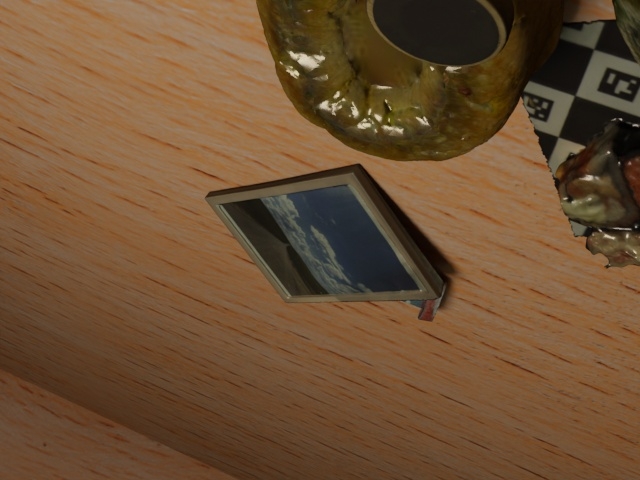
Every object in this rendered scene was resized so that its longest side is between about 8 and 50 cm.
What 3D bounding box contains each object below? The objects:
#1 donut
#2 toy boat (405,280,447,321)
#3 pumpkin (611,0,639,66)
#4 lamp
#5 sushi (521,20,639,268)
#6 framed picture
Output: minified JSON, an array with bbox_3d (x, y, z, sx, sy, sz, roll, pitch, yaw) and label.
[{"bbox_3d":[0.060,-0.168,0.681,0.208,0.128,0.261,10,148,25],"label":"donut"},{"bbox_3d":[0.086,0.050,1.146,0.122,0.034,0.096,23,146,8],"label":"toy boat"},{"bbox_3d":[0.280,-0.149,0.463,0.280,0.190,0.139,6,146,31],"label":"pumpkin"},{"bbox_3d":[0.085,-0.198,0.504,0.121,0.215,0.121,18,160,7],"label":"lamp"},{"bbox_3d":[0.302,-0.052,0.762,0.292,0.059,0.294,5,146,33],"label":"sushi"},{"bbox_3d":[0.000,0.000,1.122,0.260,0.023,0.189,-5,130,46],"label":"framed picture"}]
